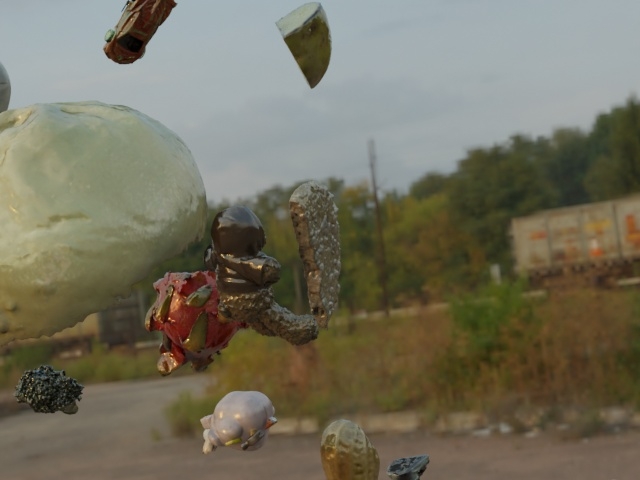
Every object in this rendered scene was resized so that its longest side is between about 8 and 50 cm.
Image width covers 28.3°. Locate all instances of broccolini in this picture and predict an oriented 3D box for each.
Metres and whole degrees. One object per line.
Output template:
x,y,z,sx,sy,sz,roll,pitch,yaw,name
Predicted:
-0.368,0.208,1.747,0.091,0.068,0.202,-14,-7,-8,broccolini

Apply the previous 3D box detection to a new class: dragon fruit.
-0.168,0.104,1.707,0.133,0.150,0.207,15,-58,-30,dragon fruit

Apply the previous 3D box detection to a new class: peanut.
0.065,0.437,2.335,0.108,0.225,0.095,-17,5,-34,peanut

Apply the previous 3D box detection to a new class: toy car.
-0.249,-0.291,1.728,0.059,0.122,0.035,26,15,-34,toy car

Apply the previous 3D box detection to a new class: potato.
-0.006,-0.297,1.967,0.081,0.120,0.149,-30,20,3,potato

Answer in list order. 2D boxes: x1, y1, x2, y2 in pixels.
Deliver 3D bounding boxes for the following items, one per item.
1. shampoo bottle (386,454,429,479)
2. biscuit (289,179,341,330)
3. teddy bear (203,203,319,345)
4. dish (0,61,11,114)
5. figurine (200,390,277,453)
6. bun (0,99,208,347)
0.142,0.412,1.627,0.071,0.309,0.098,6,33,47,shampoo bottle
0.001,0.001,1.857,0.032,0.250,0.133,4,42,19,biscuit
-0.076,0.044,1.296,0.078,0.160,0.119,-34,22,-29,teddy bear
-0.529,-0.185,1.691,0.230,0.229,0.081,-8,-5,16,dish
-0.150,0.330,2.284,0.137,0.111,0.229,-14,-9,-28,figurine
-0.314,-0.042,1.400,0.364,0.202,0.364,-20,21,8,bun
